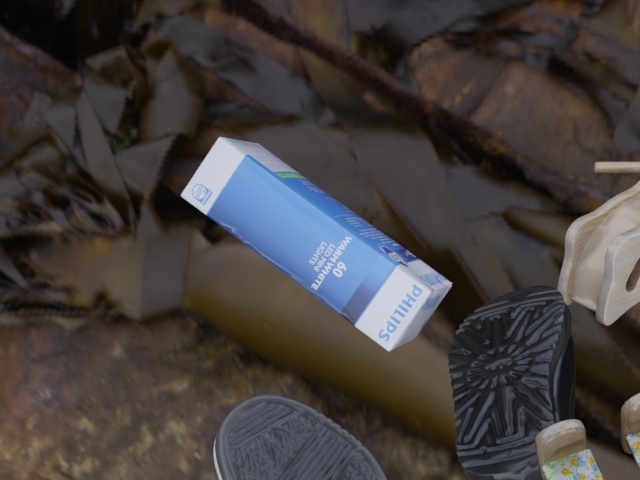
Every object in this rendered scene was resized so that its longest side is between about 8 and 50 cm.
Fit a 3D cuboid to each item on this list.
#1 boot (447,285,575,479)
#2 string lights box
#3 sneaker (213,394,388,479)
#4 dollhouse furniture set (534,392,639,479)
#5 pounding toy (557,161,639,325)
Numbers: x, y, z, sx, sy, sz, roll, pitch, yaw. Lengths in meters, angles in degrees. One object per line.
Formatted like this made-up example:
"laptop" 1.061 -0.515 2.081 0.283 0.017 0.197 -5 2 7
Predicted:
"boot" 0.232 0.236 1.385 0.131 0.260 0.348 -14 29 22
"string lights box" 0.000 0.000 1.311 0.260 0.133 0.076 37 100 12
"sneaker" 0.022 0.253 0.908 0.124 0.178 0.295 -33 74 -31
"dollhouse furniture set" 0.304 0.201 0.984 0.242 0.161 0.212 -21 56 1
"pounding toy" 0.383 -0.002 1.572 0.270 0.154 0.155 -29 35 -25
